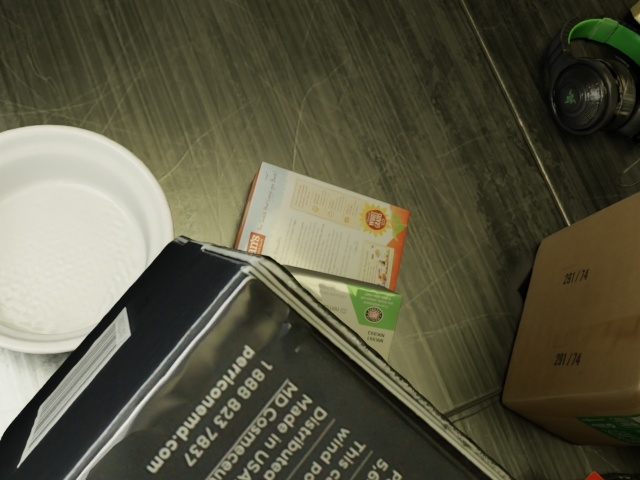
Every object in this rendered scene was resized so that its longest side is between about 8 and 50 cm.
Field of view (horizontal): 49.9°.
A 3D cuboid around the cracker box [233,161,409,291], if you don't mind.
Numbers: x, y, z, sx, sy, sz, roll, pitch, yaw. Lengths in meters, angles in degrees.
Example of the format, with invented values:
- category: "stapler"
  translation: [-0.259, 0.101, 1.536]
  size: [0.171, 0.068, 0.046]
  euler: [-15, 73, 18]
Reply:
- category: "cracker box"
  translation: [0.000, 0.000, 0.989]
  size: [0.233, 0.067, 0.155]
  euler: [18, 69, -12]

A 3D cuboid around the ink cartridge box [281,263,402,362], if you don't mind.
- category: "ink cartridge box"
  translation: [0.003, 0.152, 0.895]
  size: [0.155, 0.093, 0.212]
  euler: [13, 92, -12]

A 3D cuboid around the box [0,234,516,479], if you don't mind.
- category: "box"
  translation: [-0.020, 0.257, 0.595]
  size: [0.472, 0.480, 0.297]
  euler: [41, 80, -13]

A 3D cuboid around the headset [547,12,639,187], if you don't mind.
- category: "headset"
  translation: [0.530, -0.248, 1.161]
  size: [0.244, 0.185, 0.393]
  euler: [9, 60, -14]

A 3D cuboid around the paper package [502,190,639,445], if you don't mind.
- category: "paper package"
  translation: [0.422, 0.114, 0.943]
  size: [0.168, 0.325, 0.309]
  euler: [24, 69, -8]

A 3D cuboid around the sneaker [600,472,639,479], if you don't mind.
- category: "sneaker"
  translation: [0.484, 0.402, 0.995]
  size: [0.276, 0.107, 0.109]
  euler: [7, 83, -13]

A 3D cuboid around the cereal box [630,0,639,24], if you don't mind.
- category: "cereal box"
  translation: [0.668, -0.347, 1.258]
  size: [0.240, 0.047, 0.173]
  euler: [45, 31, -3]

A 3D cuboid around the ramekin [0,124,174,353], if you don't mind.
- category: "ramekin"
  translation: [-0.327, 0.010, 0.852]
  size: [0.278, 0.135, 0.277]
  euler: [5, 73, -15]

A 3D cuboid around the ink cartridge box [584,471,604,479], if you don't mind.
- category: "ink cartridge box"
  translation: [0.386, 0.456, 0.916]
  size: [0.189, 0.066, 0.232]
  euler: [-45, 104, 1]
